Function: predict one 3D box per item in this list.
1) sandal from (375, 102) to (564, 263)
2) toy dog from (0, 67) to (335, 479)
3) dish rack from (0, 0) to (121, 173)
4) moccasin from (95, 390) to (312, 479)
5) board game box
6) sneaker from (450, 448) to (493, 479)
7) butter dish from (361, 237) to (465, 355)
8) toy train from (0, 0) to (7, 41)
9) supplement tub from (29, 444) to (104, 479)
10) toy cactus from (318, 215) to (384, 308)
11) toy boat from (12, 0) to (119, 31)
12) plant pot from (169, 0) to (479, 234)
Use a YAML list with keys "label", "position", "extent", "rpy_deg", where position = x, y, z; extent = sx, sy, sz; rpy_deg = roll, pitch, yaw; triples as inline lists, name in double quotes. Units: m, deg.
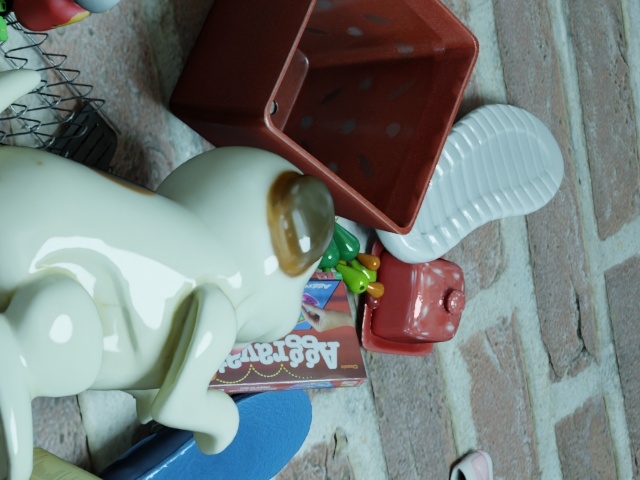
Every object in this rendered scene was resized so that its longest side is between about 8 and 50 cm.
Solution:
- label: "sandal"
  position: [0.196, -0.086, 1.911]
  extent: [0.416, 0.102, 0.169]
  rpy_deg: [-24, 93, -44]
- label: "toy dog"
  position: [-0.188, 0.024, 1.344]
  extent: [0.408, 0.284, 0.395]
  rpy_deg: [-11, 93, -32]
- label: "dish rack"
  position: [-0.314, -0.122, 1.396]
  extent: [0.271, 0.074, 0.208]
  rpy_deg: [52, 58, -35]
- label: "moccasin"
  position: [-0.161, 0.241, 1.545]
  extent: [0.342, 0.117, 0.137]
  rpy_deg: [-22, 114, -39]
- label: "board game box"
  position: [-0.090, 0.106, 1.561]
  extent: [0.281, 0.027, 0.145]
  rpy_deg: [0, 62, -26]
- label: "sneaker"
  position: [0.227, 0.383, 2.004]
  extent: [0.070, 0.051, 0.134]
  rpy_deg: [-20, 103, -42]
- label: "butter dish"
  position: [0.146, 0.081, 1.851]
  extent: [0.160, 0.118, 0.160]
  rpy_deg: [11, 84, -45]
- label: "toy train"
  position: [-0.319, -0.234, 1.320]
  extent: [0.024, 0.017, 0.083]
  rpy_deg: [-11, 99, -54]
- label: "supplement tub"
  position: [-0.279, 0.288, 1.345]
  extent: [0.144, 0.200, 0.144]
  rpy_deg: [-48, 150, -40]
- label: "toy cactus"
  position: [0.000, 0.000, 1.728]
  extent: [0.219, 0.112, 0.180]
  rpy_deg: [15, 63, -43]
- label: "toy boat"
  position: [-0.252, -0.361, 1.288]
  extent: [0.267, 0.148, 0.318]
  rpy_deg: [-6, 85, -46]
- label: "plant pot"
  position: [-0.014, -0.186, 1.583]
  extent: [0.267, 0.236, 0.267]
  rpy_deg: [37, 68, -40]
